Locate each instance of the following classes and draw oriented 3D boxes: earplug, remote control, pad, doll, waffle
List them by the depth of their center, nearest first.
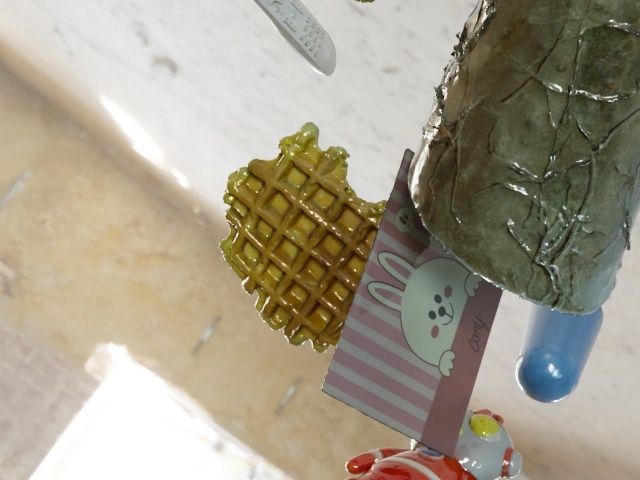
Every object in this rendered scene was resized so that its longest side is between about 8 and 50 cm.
[{"bbox_3d":[0.124,0.071,1.285,0.202,0.299,0.005,32,158,-28],"label":"pad"},{"bbox_3d":[0.005,0.009,1.478,0.282,0.058,0.300,-29,96,28],"label":"waffle"},{"bbox_3d":[0.164,0.297,1.523,0.200,0.105,0.336,16,-159,33],"label":"doll"},{"bbox_3d":[-0.051,-0.337,1.734,0.044,0.073,0.229,-15,135,39],"label":"remote control"},{"bbox_3d":[0.398,0.182,1.927,0.132,0.132,0.273,35,-151,4],"label":"earplug"}]

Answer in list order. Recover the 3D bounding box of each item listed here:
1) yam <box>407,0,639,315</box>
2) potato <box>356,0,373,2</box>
[{"bbox_3d":[0.237,-0.133,1.119,0.241,0.348,0.241,14,-156,-6],"label":"yam"},{"bbox_3d":[0.046,-0.518,2.035,0.198,0.054,0.119,44,151,-4],"label":"potato"}]
